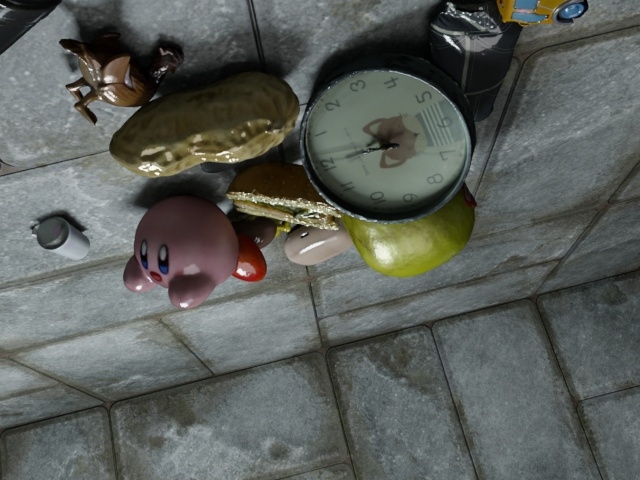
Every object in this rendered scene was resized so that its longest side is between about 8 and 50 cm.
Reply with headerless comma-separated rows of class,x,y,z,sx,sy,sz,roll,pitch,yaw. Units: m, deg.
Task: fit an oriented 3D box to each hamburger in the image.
hamburger,-0.062,-0.104,1.446,0.262,0.131,0.124,13,163,17

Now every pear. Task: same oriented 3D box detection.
pear,0.165,-0.085,1.497,0.287,0.287,0.375,-27,135,28

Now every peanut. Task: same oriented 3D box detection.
peanut,-0.191,-0.188,1.163,0.325,0.153,0.140,-21,149,-15

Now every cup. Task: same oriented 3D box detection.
cup,-0.571,-0.004,1.511,0.104,0.074,0.116,7,166,10

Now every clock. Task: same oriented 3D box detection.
clock,0.119,-0.177,1.263,0.325,0.067,0.325,6,124,9

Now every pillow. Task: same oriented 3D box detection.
pillow,0.261,-0.313,1.244,0.162,0.092,0.335,-9,157,-3

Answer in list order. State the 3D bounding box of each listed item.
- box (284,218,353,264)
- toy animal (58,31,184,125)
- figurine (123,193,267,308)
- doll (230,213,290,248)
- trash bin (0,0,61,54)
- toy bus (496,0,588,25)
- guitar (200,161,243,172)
box,0.000,0.000,1.838,0.200,0.088,0.146,-26,157,28
toy animal,-0.301,-0.262,1.037,0.179,0.089,0.188,-32,157,1
figurine,-0.285,0.000,1.511,0.270,0.211,0.261,16,-155,26
doll,-0.164,-0.026,1.689,0.145,0.096,0.188,-5,-173,16
trash bin,-0.456,-0.264,0.762,0.301,0.203,0.252,-26,180,29
toy bus,0.327,-0.410,1.016,0.136,0.126,0.209,-7,159,3
guitar,-0.217,-0.192,1.321,0.088,0.025,0.233,-16,158,6
